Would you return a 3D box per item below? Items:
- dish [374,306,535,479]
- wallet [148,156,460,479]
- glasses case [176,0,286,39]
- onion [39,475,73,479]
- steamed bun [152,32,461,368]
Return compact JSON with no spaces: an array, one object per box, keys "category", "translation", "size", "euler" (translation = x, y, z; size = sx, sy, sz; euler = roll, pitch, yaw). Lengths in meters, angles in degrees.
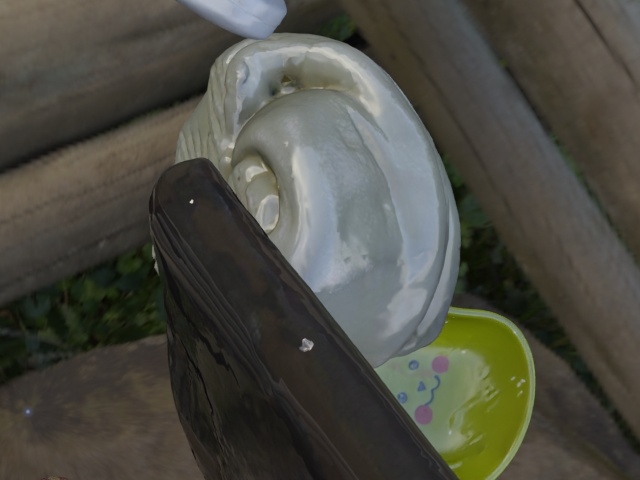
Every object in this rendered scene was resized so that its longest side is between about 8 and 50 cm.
[{"category":"dish","translation":[0.116,0.176,1.692],"size":[0.262,0.108,0.221],"euler":[21,82,-24]},{"category":"wallet","translation":[0.019,0.114,0.491],"size":[0.042,0.165,0.309],"euler":[-21,45,-22]},{"category":"glasses case","translation":[-0.102,-0.185,0.841],"size":[0.193,0.074,0.049],"euler":[39,103,-1]},{"category":"onion","translation":[-0.327,0.335,1.725],"size":[0.097,0.107,0.107],"euler":[19,80,-14]},{"category":"steamed bun","translation":[0.000,0.000,1.354],"size":[0.255,0.368,0.342],"euler":[3,52,-24]}]
